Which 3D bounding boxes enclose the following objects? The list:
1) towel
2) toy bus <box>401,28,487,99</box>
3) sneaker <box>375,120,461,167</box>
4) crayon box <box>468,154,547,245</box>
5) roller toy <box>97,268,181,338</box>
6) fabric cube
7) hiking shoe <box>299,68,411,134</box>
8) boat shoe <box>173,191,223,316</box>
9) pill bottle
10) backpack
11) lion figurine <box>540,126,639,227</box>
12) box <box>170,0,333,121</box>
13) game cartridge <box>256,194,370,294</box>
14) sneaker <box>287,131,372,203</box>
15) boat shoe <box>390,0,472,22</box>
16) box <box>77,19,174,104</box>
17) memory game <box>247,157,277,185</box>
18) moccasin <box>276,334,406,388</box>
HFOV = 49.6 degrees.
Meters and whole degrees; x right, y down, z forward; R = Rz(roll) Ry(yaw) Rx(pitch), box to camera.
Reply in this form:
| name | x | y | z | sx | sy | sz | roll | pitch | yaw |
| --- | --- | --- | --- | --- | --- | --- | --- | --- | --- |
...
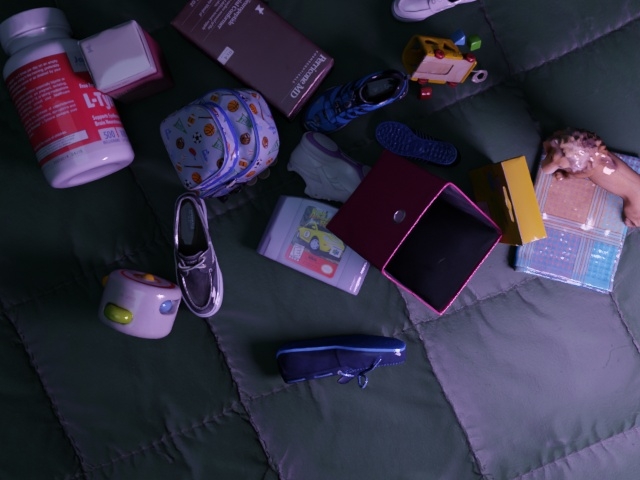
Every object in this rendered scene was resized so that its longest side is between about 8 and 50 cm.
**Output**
| name | x | y | z | sx | sy | sz | roll | pitch | yaw |
| --- | --- | --- | --- | --- | --- | --- | --- | --- | --- |
| towel | 0.676 | -0.066 | 1.821 | 0.272 | 0.040 | 0.370 | 14 | 93 | 0 |
| toy bus | 0.309 | -0.467 | 1.772 | 0.191 | 0.202 | 0.104 | -25 | 62 | 9 |
| sneaker | 0.255 | -0.243 | 1.807 | 0.232 | 0.090 | 0.081 | 26 | 95 | 21 |
| crayon box | 0.455 | -0.094 | 1.684 | 0.081 | 0.318 | 0.202 | -16 | 93 | 1 |
| roller toy | -0.463 | 0.154 | 1.783 | 0.191 | 0.209 | 0.146 | 16 | 94 | -27 |
| fabric cube | 0.223 | -0.024 | 1.670 | 0.259 | 0.258 | 0.254 | 36 | 93 | -38 |
| hiking shoe | 0.079 | -0.364 | 1.769 | 0.304 | 0.132 | 0.113 | -26 | 92 | 7 |
| boat shoe | -0.336 | 0.041 | 1.808 | 0.121 | 0.119 | 0.335 | -11 | 92 | 2 |
| pill bottle | -0.647 | -0.355 | 1.741 | 0.229 | 0.229 | 0.407 | -22 | 93 | 2 |
| backpack | -0.243 | -0.252 | 1.707 | 0.263 | 0.213 | 0.276 | -25 | 93 | 26 |
| lion figurine | 0.707 | -0.151 | 1.681 | 0.392 | 0.240 | 0.142 | 26 | 91 | 0 |
| box | -0.170 | -0.494 | 1.770 | 0.381 | 0.143 | 0.191 | 37 | 93 | -2 |
| game cartridge | 0.000 | 0.000 | 1.834 | 0.294 | 0.060 | 0.196 | 23 | 89 | 0 |
| sneaker | 0.051 | -0.151 | 1.813 | 0.305 | 0.114 | 0.152 | 38 | 122 | -7 |
| boat shoe | 0.306 | -0.637 | 1.777 | 0.258 | 0.084 | 0.095 | -21 | 92 | 2 |
| box | -0.477 | -0.438 | 1.731 | 0.149 | 0.232 | 0.126 | -21 | 92 | 3 |
| memory game | -0.204 | -0.236 | 1.845 | 0.186 | 0.012 | 0.186 | 0 | 93 | 1 |
| moccasin | 0.058 | 0.318 | 1.824 | 0.342 | 0.138 | 0.116 | -4 | 97 | 16 |
